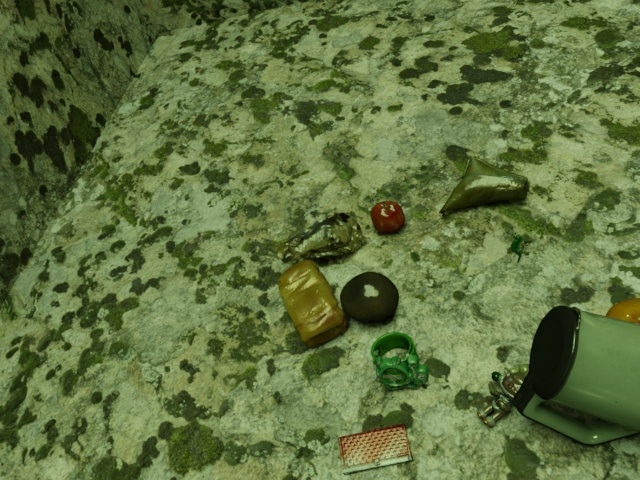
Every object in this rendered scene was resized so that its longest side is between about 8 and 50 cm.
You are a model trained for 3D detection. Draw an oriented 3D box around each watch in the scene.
[{"bbox_3d":[0.238,0.352,1.516,0.165,0.131,0.152,-12,32,17],"label":"watch"}]

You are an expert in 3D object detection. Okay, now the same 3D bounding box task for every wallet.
[{"bbox_3d":[0.150,0.579,1.421,0.197,0.020,0.103,-15,50,9],"label":"wallet"}]

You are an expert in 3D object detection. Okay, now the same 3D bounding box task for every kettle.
[{"bbox_3d":[0.687,0.345,1.196,0.377,0.361,0.250,16,36,3],"label":"kettle"}]

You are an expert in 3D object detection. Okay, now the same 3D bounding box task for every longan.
[{"bbox_3d":[0.156,0.183,1.636,0.187,0.167,0.167,-17,49,20],"label":"longan"}]

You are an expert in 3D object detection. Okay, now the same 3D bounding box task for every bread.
[{"bbox_3d":[-0.031,0.204,1.713,0.167,0.132,0.294,-32,50,4],"label":"bread"}]

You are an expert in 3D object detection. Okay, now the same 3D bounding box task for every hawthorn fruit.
[{"bbox_3d":[0.243,-0.086,1.841,0.128,0.128,0.128,-11,51,13],"label":"hawthorn fruit"}]

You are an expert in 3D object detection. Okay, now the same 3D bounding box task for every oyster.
[{"bbox_3d":[-0.004,-0.005,1.860,0.337,0.133,0.198,-26,31,-13],"label":"oyster"}]

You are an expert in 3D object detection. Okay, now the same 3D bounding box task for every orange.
[{"bbox_3d":[0.840,0.234,1.339,0.178,0.155,0.177,-4,46,4],"label":"orange"}]

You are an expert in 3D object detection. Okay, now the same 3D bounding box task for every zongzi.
[{"bbox_3d":[0.568,-0.152,1.774,0.228,0.115,0.256,30,75,31],"label":"zongzi"}]

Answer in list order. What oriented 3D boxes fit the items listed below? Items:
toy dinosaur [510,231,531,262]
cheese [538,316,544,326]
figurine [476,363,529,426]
[{"bbox_3d":[0.647,0.025,1.662,0.060,0.029,0.119,0,58,41],"label":"toy dinosaur"},{"bbox_3d":[0.706,0.277,1.425,0.065,0.043,0.194,-43,51,-13],"label":"cheese"},{"bbox_3d":[0.505,0.411,1.366,0.197,0.093,0.147,-35,39,-6],"label":"figurine"}]
